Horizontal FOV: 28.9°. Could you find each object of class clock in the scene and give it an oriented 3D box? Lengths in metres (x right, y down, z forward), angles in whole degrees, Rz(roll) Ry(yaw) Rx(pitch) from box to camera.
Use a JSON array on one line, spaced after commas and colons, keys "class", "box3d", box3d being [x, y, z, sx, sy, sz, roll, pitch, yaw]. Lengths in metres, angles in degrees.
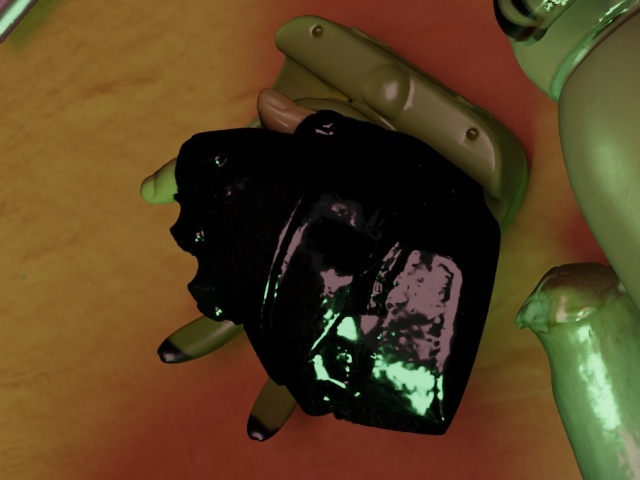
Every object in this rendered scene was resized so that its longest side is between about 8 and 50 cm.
[{"class": "clock", "box3d": [0.000, 0.000, 0.727, 0.170, 0.069, 0.232, 36, 102, 23]}]

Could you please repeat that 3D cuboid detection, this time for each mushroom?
[{"class": "mushroom", "box3d": [0.173, 0.140, 0.622, 0.099, 0.096, 0.278, -25, 72, 21]}]

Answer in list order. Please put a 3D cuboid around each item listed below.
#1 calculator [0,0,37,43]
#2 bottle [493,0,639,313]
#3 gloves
[{"class": "calculator", "box3d": [-0.237, -0.240, 0.881, 0.126, 0.034, 0.190, -47, 63, 17]}, {"class": "bottle", "box3d": [0.196, -0.035, 0.560, 0.173, 0.206, 0.297, -39, 69, 37]}, {"class": "gloves", "box3d": [-0.012, 0.003, 0.638, 0.203, 0.124, 0.164, 13, 76, 17]}]
